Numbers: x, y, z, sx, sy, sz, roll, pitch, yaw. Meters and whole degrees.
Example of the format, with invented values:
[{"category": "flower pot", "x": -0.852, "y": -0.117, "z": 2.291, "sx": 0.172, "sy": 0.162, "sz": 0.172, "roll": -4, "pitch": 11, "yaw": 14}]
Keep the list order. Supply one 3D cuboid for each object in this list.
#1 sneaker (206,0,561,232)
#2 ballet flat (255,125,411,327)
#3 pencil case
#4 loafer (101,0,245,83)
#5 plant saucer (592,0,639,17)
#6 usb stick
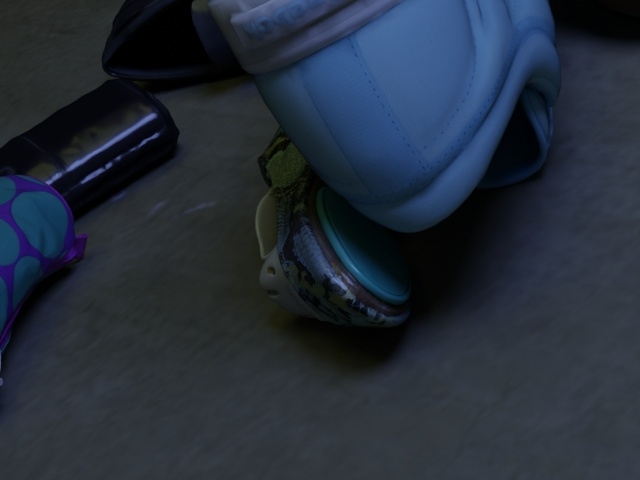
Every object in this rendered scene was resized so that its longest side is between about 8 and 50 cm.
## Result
[{"category": "sneaker", "x": 0.056, "y": -0.100, "z": 0.833, "sx": 0.135, "sy": 0.150, "sz": 0.366, "roll": -20, "pitch": 13, "yaw": 27}, {"category": "ballet flat", "x": 0.000, "y": 0.000, "z": 0.786, "sx": 0.070, "sy": 0.070, "sz": 0.188, "roll": -21, "pitch": 26, "yaw": 8}, {"category": "pencil case", "x": -0.172, "y": 0.028, "z": 0.860, "sx": 0.070, "sy": 0.064, "sz": 0.152, "roll": 20, "pitch": 35, "yaw": 0}, {"category": "loafer", "x": -0.042, "y": -0.134, "z": 1.034, "sx": 0.223, "sy": 0.076, "sz": 0.078, "roll": -7, "pitch": 37, "yaw": 40}, {"category": "plant saucer", "x": 0.221, "y": -0.167, "z": 0.909, "sx": 0.198, "sy": 0.036, "sz": 0.198, "roll": -20, "pitch": 27, "yaw": 11}, {"category": "usb stick", "x": -0.203, "y": -0.004, "z": 0.966, "sx": 0.278, "sy": 0.045, "sz": 0.077, "roll": -35, "pitch": 37, "yaw": -18}]
